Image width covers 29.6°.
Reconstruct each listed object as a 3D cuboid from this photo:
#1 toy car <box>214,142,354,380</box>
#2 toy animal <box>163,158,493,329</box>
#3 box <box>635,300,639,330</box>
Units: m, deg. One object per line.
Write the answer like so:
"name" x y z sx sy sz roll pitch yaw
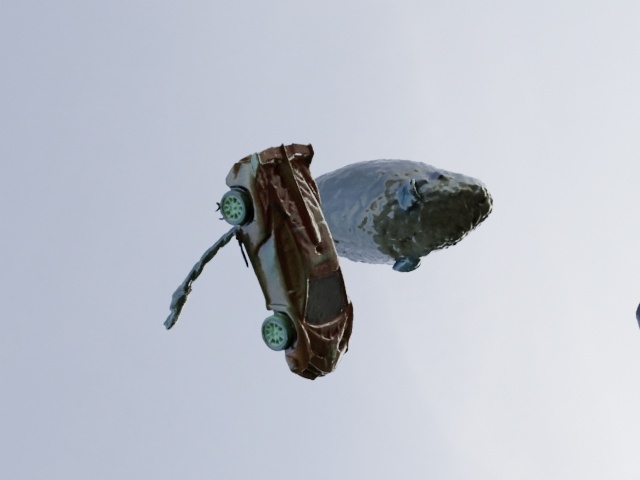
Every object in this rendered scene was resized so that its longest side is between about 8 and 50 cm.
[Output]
"toy car" -0.012 0.011 0.629 0.059 0.035 0.122 -14 -96 -52
"toy animal" -0.004 -0.008 0.837 0.070 0.253 0.079 66 -154 -22
"box" 0.378 0.092 0.823 0.211 0.058 0.350 -38 -56 11
